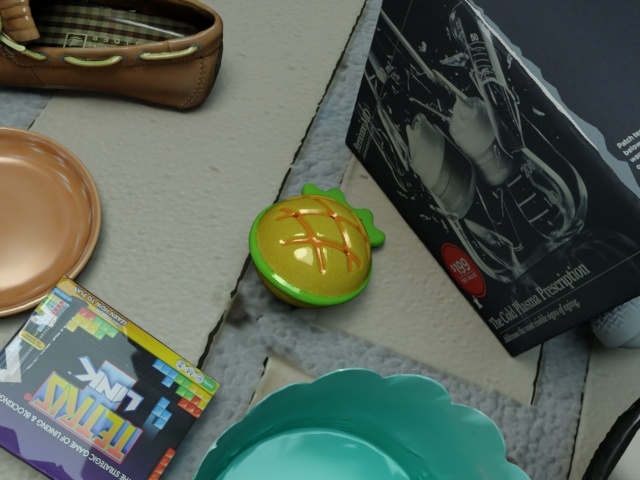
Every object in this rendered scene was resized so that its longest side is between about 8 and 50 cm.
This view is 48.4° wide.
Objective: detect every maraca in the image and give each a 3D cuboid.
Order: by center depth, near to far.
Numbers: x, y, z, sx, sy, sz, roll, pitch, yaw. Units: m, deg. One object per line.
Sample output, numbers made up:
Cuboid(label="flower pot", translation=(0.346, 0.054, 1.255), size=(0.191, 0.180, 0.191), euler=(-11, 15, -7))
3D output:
Cuboid(label="maraca", translation=(0.000, 0.000, 0.718), size=(0.127, 0.099, 0.185), euler=(37, 37, 2))

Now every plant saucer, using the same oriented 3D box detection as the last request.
Cuboid(label="plant saucer", translation=(-0.313, -0.017, 0.680), size=(0.200, 0.037, 0.199), euler=(5, 65, -11))

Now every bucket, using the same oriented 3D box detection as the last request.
Cuboid(label="bucket", translation=(0.014, 0.249, 0.557), size=(0.281, 0.183, 0.281), euler=(5, 65, -12))

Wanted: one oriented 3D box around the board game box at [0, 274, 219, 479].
Cuboid(label="board game box", translation=(-0.197, 0.136, 0.613), size=(0.170, 0.048, 0.141), euler=(37, 62, -9))

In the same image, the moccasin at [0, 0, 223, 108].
Cuboid(label="moccasin", translation=(-0.289, -0.225, 0.717), size=(0.380, 0.147, 0.139), euler=(13, 64, -8))

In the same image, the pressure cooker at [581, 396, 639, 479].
Cuboid(label="pressure cooker", translation=(0.384, 0.276, 0.511), size=(0.370, 0.420, 0.375), euler=(-16, 58, 18))

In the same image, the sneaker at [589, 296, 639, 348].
Cuboid(label="sneaker", translation=(0.475, 0.084, 0.766), size=(0.366, 0.137, 0.210), euler=(-21, 70, -24))

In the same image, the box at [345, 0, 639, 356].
Cuboid(label="box", translation=(0.199, -0.092, 0.657), size=(0.179, 0.343, 0.312), euler=(-32, 76, -15))
